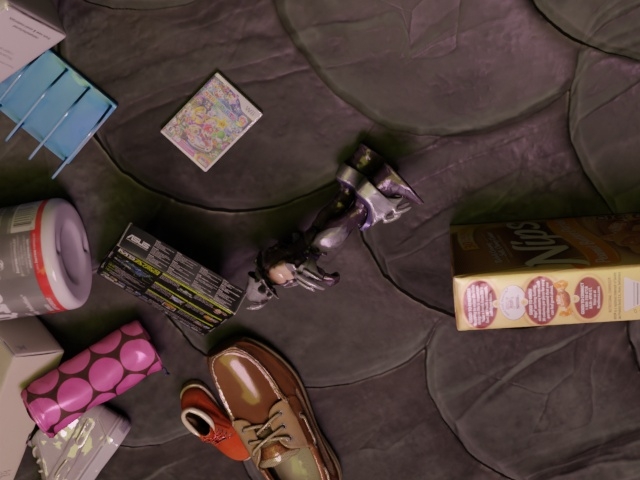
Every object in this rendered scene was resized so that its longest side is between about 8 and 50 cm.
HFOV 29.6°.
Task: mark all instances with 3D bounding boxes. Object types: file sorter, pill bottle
[{"bbox_3d":[-0.389,-0.186,1.660,0.170,0.104,0.118,40,110,-12],"label":"file sorter"},{"bbox_3d":[-0.486,0.039,1.733,0.283,0.161,0.161,-9,112,8],"label":"pill bottle"}]

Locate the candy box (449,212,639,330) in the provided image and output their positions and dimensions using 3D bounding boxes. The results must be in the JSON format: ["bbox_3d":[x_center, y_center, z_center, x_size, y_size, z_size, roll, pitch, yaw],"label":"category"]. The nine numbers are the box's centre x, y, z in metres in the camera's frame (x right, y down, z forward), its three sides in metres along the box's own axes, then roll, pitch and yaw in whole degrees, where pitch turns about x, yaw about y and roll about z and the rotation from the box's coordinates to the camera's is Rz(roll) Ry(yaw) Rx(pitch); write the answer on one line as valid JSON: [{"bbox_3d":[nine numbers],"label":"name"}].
[{"bbox_3d":[0.338,0.039,1.663,0.316,0.183,0.087,-3,112,5],"label":"candy box"}]

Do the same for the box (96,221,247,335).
[{"bbox_3d":[-0.216,0.059,1.725,0.191,0.045,0.184,31,156,-9],"label":"box"}]

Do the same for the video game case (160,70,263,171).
[{"bbox_3d":[-0.153,-0.166,1.703,0.087,0.011,0.122,42,109,-13],"label":"video game case"}]

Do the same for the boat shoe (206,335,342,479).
[{"bbox_3d":[-0.061,0.291,1.832,0.122,0.120,0.324,-29,109,11],"label":"boat shoe"}]

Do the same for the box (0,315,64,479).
[{"bbox_3d":[-0.492,0.248,1.838,0.113,0.094,0.275,43,118,33],"label":"box"}]

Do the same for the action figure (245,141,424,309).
[{"bbox_3d":[0.000,0.000,1.678,0.285,0.185,0.099,-43,114,6],"label":"action figure"}]

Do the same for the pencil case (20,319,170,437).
[{"bbox_3d":[-0.335,0.209,1.792,0.209,0.098,0.095,-29,72,-17],"label":"pencil case"}]

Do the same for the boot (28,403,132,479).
[{"bbox_3d":[-0.413,0.351,1.911,0.123,0.095,0.258,35,103,-4],"label":"boot"}]

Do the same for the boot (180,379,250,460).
[{"bbox_3d":[-0.161,0.295,1.864,0.059,0.084,0.158,-38,109,12],"label":"boot"}]

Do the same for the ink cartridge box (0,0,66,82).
[{"bbox_3d":[-0.511,-0.285,1.559,0.307,0.129,0.223,-31,70,16],"label":"ink cartridge box"}]
